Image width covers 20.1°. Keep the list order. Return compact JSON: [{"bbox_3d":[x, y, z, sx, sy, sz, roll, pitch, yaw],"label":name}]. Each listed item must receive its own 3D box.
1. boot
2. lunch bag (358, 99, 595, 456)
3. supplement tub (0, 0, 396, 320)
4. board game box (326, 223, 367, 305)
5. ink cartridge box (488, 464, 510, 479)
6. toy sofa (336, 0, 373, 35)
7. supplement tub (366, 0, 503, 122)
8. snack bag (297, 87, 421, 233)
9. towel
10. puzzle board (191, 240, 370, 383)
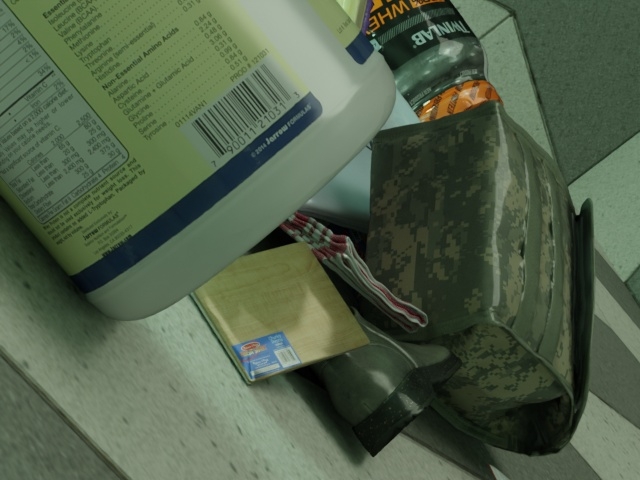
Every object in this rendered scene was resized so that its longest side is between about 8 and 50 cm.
[{"bbox_3d":[0.027,0.076,1.458,0.161,0.083,0.246,47,10,4],"label":"boot"},{"bbox_3d":[0.172,0.047,1.704,0.287,0.169,0.235,41,46,-46],"label":"lunch bag"},{"bbox_3d":[-0.136,-0.140,1.083,0.325,0.235,0.235,51,12,-7],"label":"supplement tub"},{"bbox_3d":[0.091,0.070,1.813,0.201,0.035,0.136,41,16,-41],"label":"board game box"},{"bbox_3d":[0.182,0.255,1.629,0.115,0.029,0.063,41,16,-38],"label":"ink cartridge box"},{"bbox_3d":[-0.021,-0.227,1.522,0.177,0.150,0.362,86,13,-52],"label":"toy sofa"},{"bbox_3d":[0.072,-0.256,2.290,0.338,0.207,0.207,55,12,16],"label":"supplement tub"},{"bbox_3d":[0.017,-0.109,1.854,0.342,0.037,0.323,14,34,-43],"label":"snack bag"},{"bbox_3d":[0.000,0.000,1.562,0.197,0.029,0.144,39,-1,46],"label":"towel"},{"bbox_3d":[-0.033,0.052,1.322,0.128,0.011,0.096,-15,66,-45],"label":"puzzle board"}]
